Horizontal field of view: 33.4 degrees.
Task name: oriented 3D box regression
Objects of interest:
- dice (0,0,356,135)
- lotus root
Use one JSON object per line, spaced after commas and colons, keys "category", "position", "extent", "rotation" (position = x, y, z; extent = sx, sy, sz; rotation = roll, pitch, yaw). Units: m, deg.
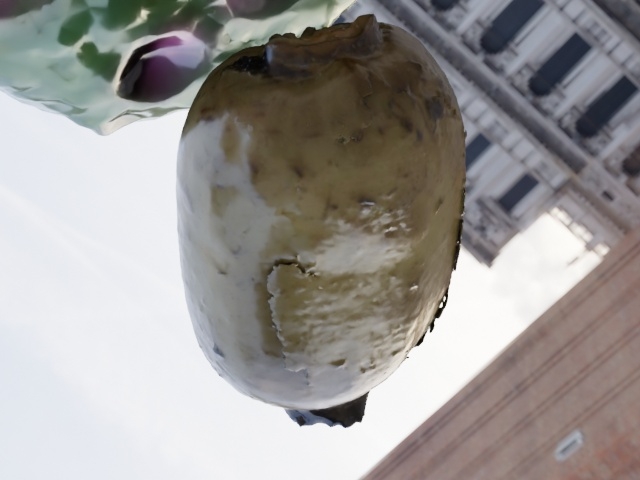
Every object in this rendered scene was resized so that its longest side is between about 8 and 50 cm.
{"category": "dice", "position": [-0.123, -0.280, 0.608], "extent": [0.330, 0.322, 0.318], "rotation": [57, -168, 20]}
{"category": "lotus root", "position": [0.000, 0.000, 0.611], "extent": [0.160, 0.284, 0.146], "rotation": [-3, -141, -1]}
